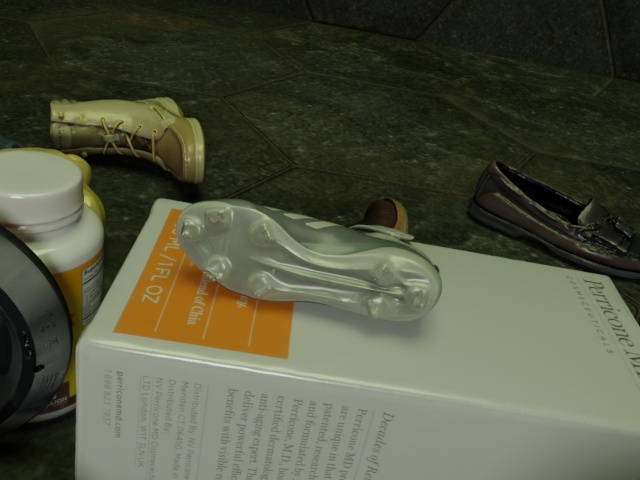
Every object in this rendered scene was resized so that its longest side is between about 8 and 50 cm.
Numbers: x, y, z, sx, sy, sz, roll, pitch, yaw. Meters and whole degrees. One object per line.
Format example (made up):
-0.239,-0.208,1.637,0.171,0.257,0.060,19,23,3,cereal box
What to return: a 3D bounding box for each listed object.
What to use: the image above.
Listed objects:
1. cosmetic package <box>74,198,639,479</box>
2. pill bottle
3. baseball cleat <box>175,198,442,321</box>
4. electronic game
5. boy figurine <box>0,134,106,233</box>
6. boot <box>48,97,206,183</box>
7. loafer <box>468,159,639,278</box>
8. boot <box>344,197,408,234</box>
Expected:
0.047,0.116,0.597,0.453,0.162,0.230,10,29,-4,cosmetic package
-0.243,0.039,0.570,0.117,0.215,0.117,8,29,-5,pill bottle
-0.007,0.012,0.540,0.205,0.072,0.109,19,16,4,baseball cleat
-0.298,0.065,0.489,0.229,0.229,0.048,5,28,-11,electronic game
-0.359,-0.070,0.849,0.285,0.092,0.177,27,32,24,boy figurine
-0.290,-0.150,1.008,0.203,0.095,0.262,-5,31,-28,boot
0.379,-0.034,1.043,0.302,0.095,0.109,22,31,19,loafer
0.000,0.000,0.852,0.206,0.090,0.248,13,33,-2,boot
